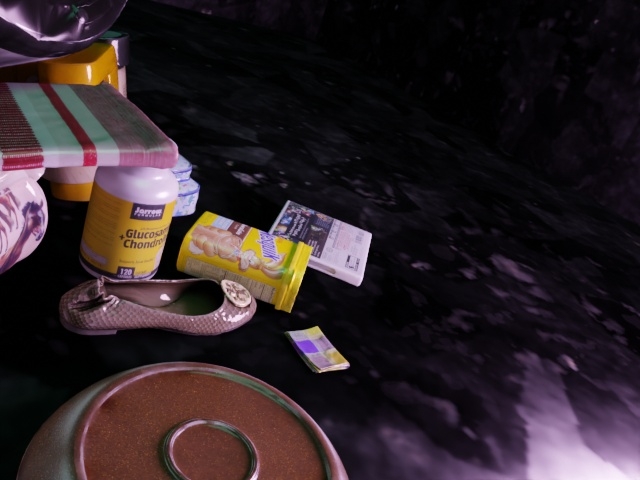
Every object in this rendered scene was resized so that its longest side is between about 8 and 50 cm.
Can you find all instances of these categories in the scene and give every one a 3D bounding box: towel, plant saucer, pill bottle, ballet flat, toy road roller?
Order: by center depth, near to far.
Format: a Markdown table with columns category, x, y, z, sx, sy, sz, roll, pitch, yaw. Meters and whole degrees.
| category | x | y | z | sx | sy | sz | roll | pitch | yaw |
| --- | --- | --- | --- | --- | --- | --- | --- | --- | --- |
| plant saucer | -0.103 | 0.208 | 0.566 | 0.310 | 0.050 | 0.310 | 18 | 24 | -8 |
| towel | -0.340 | -0.114 | 0.634 | 0.329 | 0.037 | 0.237 | -7 | 30 | -32 |
| ballet flat | -0.185 | 0.071 | 0.760 | 0.250 | 0.058 | 0.084 | 3 | 31 | -35 |
| pill bottle | -0.240 | -0.044 | 0.796 | 0.103 | 0.184 | 0.103 | 17 | 25 | -8 |
| towel | -0.004 | 0.143 | 0.820 | 0.060 | 0.009 | 0.083 | -1 | 33 | -38 |
| toy road roller | -0.433 | -0.213 | 0.988 | 0.240 | 0.202 | 0.329 | 1 | 28 | -10 |

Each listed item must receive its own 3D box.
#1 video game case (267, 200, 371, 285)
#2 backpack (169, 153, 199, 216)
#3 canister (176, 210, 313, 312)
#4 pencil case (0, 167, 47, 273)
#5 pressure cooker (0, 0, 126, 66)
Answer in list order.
| category | x | y | z | sx | sy | sz | roll | pitch | yaw |
| --- | --- | --- | --- | --- | --- | --- | --- | --- | --- |
| video game case | 0.000 | 0.000 | 1.099 | 0.173 | 0.022 | 0.190 | 22 | 25 | 0 |
| backpack | -0.253 | -0.093 | 1.007 | 0.114 | 0.084 | 0.105 | 39 | 32 | 27 |
| canister | -0.106 | 0.027 | 0.898 | 0.170 | 0.073 | 0.126 | 20 | 24 | -1 |
| pencil case | -0.388 | 0.029 | 0.536 | 0.160 | 0.183 | 0.410 | 58 | 14 | -20 |
| pressure cooker | -0.497 | -0.392 | 0.766 | 0.420 | 0.375 | 0.370 | -1 | 50 | 23 |
